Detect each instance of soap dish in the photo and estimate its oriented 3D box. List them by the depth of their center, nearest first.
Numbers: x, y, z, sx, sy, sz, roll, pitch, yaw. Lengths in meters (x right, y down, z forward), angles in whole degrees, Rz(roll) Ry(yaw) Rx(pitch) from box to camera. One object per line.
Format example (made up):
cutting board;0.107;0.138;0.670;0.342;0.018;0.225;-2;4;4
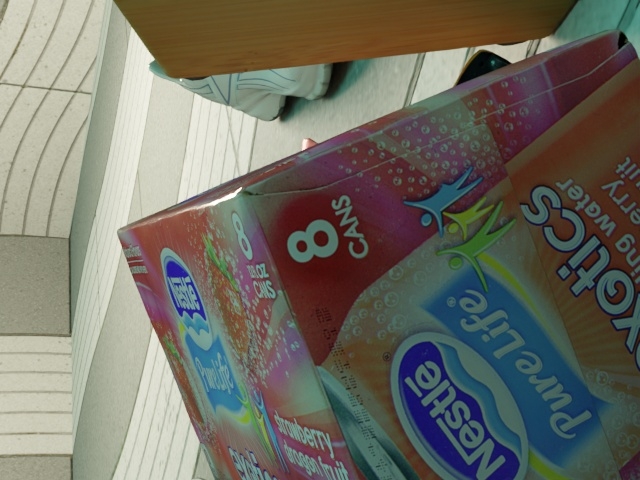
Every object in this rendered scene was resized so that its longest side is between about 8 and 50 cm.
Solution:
soap dish;-0.001;-0.204;0.588;0.118;0.229;0.291;87;173;-45

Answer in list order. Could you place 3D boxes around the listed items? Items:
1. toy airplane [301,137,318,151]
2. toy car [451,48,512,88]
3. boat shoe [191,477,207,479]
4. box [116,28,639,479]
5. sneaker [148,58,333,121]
toy airplane;0.000;0.000;0.841;0.151;0.028;0.151;-177;90;-73
toy car;0.078;-0.030;0.538;0.040;0.060;0.122;-102;22;-68
boat shoe;-0.050;0.167;0.461;0.118;0.103;0.320;58;165;-4
box;0.021;0.031;0.481;0.154;0.142;0.300;69;164;-5
sneaker;-0.065;-0.163;0.932;0.297;0.129;0.111;152;123;-69
